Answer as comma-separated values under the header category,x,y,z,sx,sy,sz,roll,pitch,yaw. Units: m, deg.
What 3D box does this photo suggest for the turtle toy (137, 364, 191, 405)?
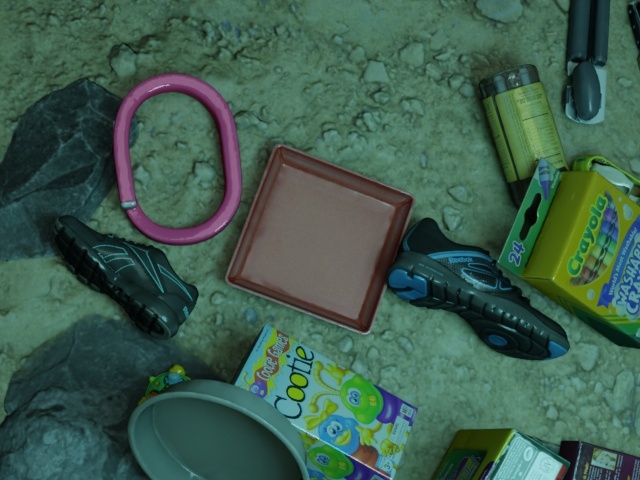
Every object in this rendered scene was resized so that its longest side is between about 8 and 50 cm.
category,x,y,z,sx,sy,sz,roll,pitch,yaw
turtle toy,-0.225,0.262,1.587,0.130,0.066,0.095,43,77,1

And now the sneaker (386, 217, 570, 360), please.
category,x,y,z,sx,sy,sz,roll,pitch,yaw
sneaker,0.282,0.083,1.669,0.341,0.125,0.139,31,57,-11

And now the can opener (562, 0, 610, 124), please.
category,x,y,z,sx,sy,sz,roll,pitch,yaw
can opener,0.491,-0.346,1.792,0.076,0.095,0.283,8,79,-8

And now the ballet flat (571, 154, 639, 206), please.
category,x,y,z,sx,sy,sz,roll,pitch,yaw
ballet flat,0.549,-0.078,1.762,0.231,0.077,0.077,33,76,-2

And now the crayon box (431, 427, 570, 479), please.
category,x,y,z,sx,sy,sz,roll,pitch,yaw
crayon box,0.199,0.462,1.489,0.106,0.313,0.363,32,77,1

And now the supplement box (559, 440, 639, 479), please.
category,x,y,z,sx,sy,sz,roll,pitch,yaw
supplement box,0.494,0.407,1.663,0.188,0.081,0.104,16,78,-6

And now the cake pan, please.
category,x,y,z,sx,sy,sz,roll,pitch,yaw
cake pan,-0.147,0.317,1.501,0.293,0.293,0.054,30,43,-2

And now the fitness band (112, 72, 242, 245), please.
category,x,y,z,sx,sy,sz,roll,pitch,yaw
fitness band,-0.239,-0.136,1.665,0.209,0.054,0.290,-6,82,-10

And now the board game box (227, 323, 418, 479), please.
category,x,y,z,sx,sy,sz,roll,pitch,yaw
board game box,-0.013,0.279,1.554,0.275,0.142,0.144,29,48,-3

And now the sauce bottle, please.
category,x,y,z,sx,sy,sz,roll,pitch,yaw
sauce bottle,0.371,-0.127,1.725,0.111,0.111,0.344,-16,92,-11

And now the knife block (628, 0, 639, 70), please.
category,x,y,z,sx,sy,sz,roll,pitch,yaw
knife block,0.631,-0.311,1.812,0.242,0.088,0.275,33,77,-1

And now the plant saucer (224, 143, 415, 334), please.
category,x,y,z,sx,sy,sz,roll,pitch,yaw
plant saucer,0.000,0.000,1.680,0.259,0.048,0.258,21,78,-4

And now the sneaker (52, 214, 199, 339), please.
category,x,y,z,sx,sy,sz,roll,pitch,yaw
sneaker,-0.316,0.046,1.613,0.267,0.101,0.106,41,56,0

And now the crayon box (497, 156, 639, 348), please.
category,x,y,z,sx,sy,sz,roll,pitch,yaw
crayon box,0.463,0.024,1.662,0.323,0.083,0.203,32,76,-28
